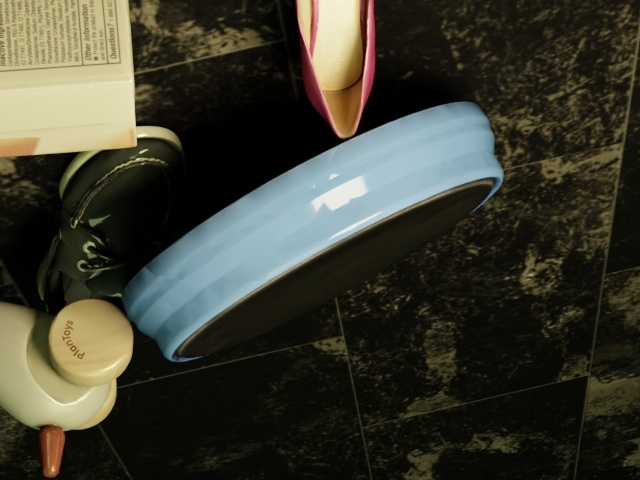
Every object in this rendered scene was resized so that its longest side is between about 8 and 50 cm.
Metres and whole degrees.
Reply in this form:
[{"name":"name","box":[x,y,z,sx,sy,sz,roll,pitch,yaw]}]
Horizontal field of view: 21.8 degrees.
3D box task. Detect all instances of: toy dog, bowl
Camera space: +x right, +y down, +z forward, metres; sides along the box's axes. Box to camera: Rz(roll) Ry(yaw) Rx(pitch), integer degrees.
[{"name":"toy dog","box":[-0.343,0.131,1.622,0.334,0.161,0.220,5,148,16]},{"name":"bowl","box":[0.000,0.000,1.585,0.391,0.077,0.391,-28,172,-4]}]

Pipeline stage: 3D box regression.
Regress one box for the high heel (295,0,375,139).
[{"name":"high heel","box":[0.012,-0.187,1.347,0.082,0.117,0.244,-8,153,-10]}]

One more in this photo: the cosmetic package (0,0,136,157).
[{"name":"cosmetic package","box":[-0.285,-0.143,1.202,0.296,0.153,0.129,-3,161,-7]}]

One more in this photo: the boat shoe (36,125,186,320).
[{"name":"boat shoe","box":[-0.206,0.016,1.639,0.127,0.113,0.340,2,149,-27]}]
